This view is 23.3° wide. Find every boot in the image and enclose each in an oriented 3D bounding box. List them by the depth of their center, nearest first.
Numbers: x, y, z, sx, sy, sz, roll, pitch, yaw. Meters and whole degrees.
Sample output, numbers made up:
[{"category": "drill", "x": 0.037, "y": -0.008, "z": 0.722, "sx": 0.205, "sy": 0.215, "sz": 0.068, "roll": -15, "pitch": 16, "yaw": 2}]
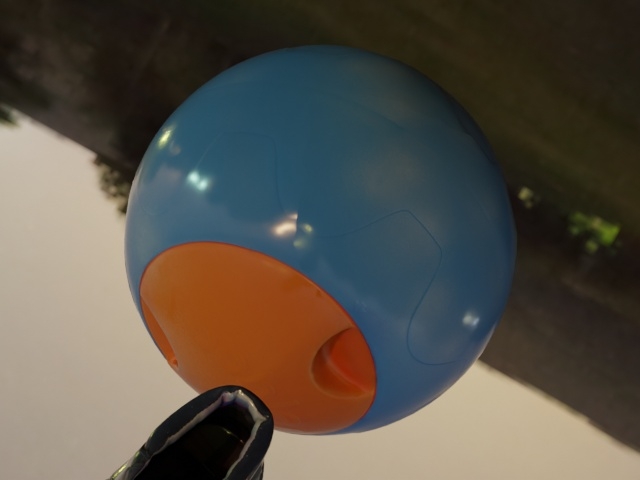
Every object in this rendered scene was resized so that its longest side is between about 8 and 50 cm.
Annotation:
[{"category": "boot", "x": -0.095, "y": 0.137, "z": 0.658, "sx": 0.069, "sy": 0.190, "sz": 0.086, "roll": 38, "pitch": 156, "yaw": 9}]

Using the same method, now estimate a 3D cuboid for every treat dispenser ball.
[{"category": "treat dispenser ball", "x": 0.000, "y": 0.000, "z": 1.147, "sx": 0.288, "sy": 0.288, "sz": 0.288, "roll": 30, "pitch": -178, "yaw": -1}]
